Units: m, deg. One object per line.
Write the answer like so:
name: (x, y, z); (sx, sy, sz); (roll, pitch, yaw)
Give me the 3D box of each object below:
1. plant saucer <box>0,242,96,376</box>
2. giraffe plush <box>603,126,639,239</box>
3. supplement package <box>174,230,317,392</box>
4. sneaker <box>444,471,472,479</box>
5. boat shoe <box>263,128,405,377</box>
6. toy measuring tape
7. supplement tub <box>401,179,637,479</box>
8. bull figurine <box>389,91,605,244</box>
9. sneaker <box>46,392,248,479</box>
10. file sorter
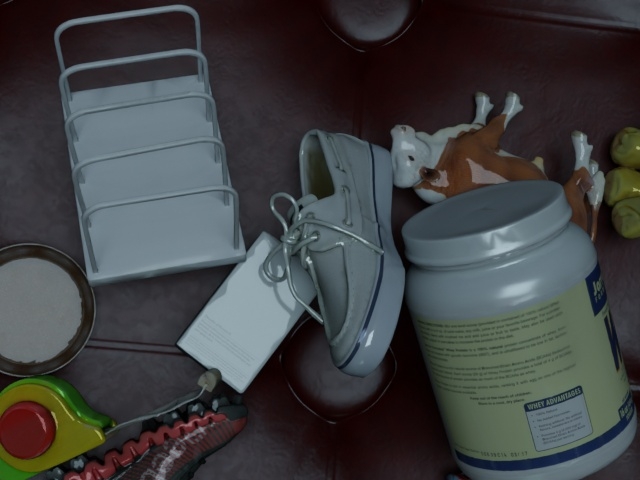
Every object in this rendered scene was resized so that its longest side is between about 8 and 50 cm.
plant saucer: (-0.368, 0.088, 1.540); (0.168, 0.029, 0.168); (1, 83, -7)
giraffe plush: (0.507, -0.070, 1.626); (0.170, 0.210, 0.181); (21, 75, -35)
supplement package: (-0.089, 0.092, 1.540); (0.105, 0.105, 0.179); (37, 81, -2)
sneaker: (0.223, 0.328, 1.560); (0.125, 0.104, 0.262); (40, 80, 0)
boat shoe: (0.004, -0.006, 1.451); (0.156, 0.136, 0.367); (21, 45, -20)
toy measuring tape: (-0.287, 0.194, 1.474); (0.330, 0.121, 0.121); (-26, 88, 7)
supplement tub: (0.237, 0.111, 1.481); (0.235, 0.235, 0.325); (-20, 105, -10)
bull figurine: (0.236, -0.090, 1.607); (0.310, 0.101, 0.188); (32, 76, -6)
sneaker: (-0.203, 0.290, 1.507); (0.276, 0.097, 0.135); (-27, 88, -8)
file sorter: (-0.209, -0.117, 1.466); (0.192, 0.173, 0.278); (-10, 63, -8)
